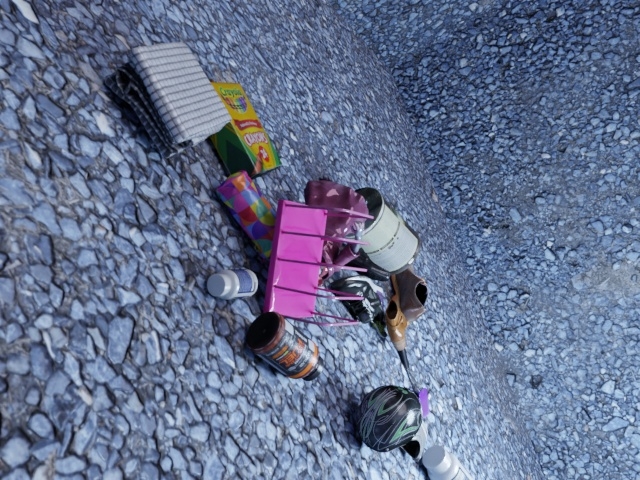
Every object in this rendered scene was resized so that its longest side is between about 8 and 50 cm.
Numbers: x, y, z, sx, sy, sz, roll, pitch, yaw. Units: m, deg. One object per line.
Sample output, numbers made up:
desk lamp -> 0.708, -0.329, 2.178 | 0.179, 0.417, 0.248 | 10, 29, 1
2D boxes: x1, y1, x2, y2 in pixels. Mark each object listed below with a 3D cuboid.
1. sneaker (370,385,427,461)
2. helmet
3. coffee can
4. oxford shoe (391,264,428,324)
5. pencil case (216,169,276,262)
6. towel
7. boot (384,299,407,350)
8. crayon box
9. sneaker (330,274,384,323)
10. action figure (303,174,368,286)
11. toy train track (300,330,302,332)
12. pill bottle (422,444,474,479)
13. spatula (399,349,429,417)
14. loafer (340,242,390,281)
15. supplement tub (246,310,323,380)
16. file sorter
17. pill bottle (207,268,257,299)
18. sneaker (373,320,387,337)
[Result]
sneaker -> 0.238, 0.531, 1.802 | 0.281, 0.105, 0.115 | 51, 27, -26
helmet -> 0.176, 0.472, 1.646 | 0.162, 0.169, 0.169 | -5, 69, -41
coffee can -> 0.200, -0.029, 2.174 | 0.275, 0.202, 0.201 | 42, 32, -41
oxford shoe -> 0.353, 0.183, 2.360 | 0.130, 0.133, 0.363 | 51, 26, -26
pencil case -> -0.170, -0.060, 1.567 | 0.236, 0.104, 0.104 | 58, 24, -14
towel -> -0.349, -0.330, 1.452 | 0.235, 0.121, 0.283 | 60, 22, -13
boot -> 0.248, 0.253, 2.078 | 0.197, 0.073, 0.152 | -99, 172, -54
crayon box -> -0.240, -0.320, 1.696 | 0.318, 0.081, 0.202 | 61, 21, -5
sneaker -> 0.132, 0.192, 1.937 | 0.283, 0.107, 0.124 | 26, 50, -55
action figure -> 0.000, 0.000, 1.806 | 0.275, 0.248, 0.370 | 91, 14, -56
toy train track -> -0.060, 0.264, 1.570 | 0.048, 0.014, 0.083 | 58, 29, -30
pill bottle -> 0.396, 0.725, 1.929 | 0.180, 0.108, 0.108 | 53, 25, -23
spatula -> 0.317, 0.462, 2.130 | 0.084, 0.030, 0.296 | -5, 71, -63
loafer -> 0.121, 0.058, 1.939 | 0.078, 0.223, 0.076 | -62, 173, -20
supplement tub -> -0.074, 0.253, 1.435 | 0.198, 0.106, 0.106 | 44, 30, -37
file sorter -> 0.006, 0.060, 1.537 | 0.202, 0.182, 0.290 | 9, 88, -58
pill bottle -> -0.198, 0.098, 1.383 | 0.120, 0.067, 0.067 | 4, 63, -64
sneaker -> 0.204, 0.291, 2.063 | 0.083, 0.035, 0.031 | 54, 26, -22
